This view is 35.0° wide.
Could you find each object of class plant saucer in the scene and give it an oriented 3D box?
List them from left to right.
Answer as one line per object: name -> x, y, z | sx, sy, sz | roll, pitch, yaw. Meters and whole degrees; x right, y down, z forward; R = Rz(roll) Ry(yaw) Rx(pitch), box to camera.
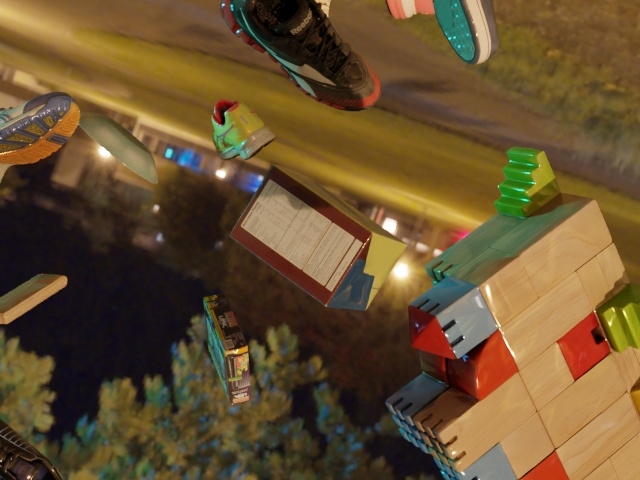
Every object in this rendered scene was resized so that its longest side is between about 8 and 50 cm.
plant saucer -> -0.358, -0.177, 1.825 | 0.195, 0.037, 0.195 | 41, -176, -3

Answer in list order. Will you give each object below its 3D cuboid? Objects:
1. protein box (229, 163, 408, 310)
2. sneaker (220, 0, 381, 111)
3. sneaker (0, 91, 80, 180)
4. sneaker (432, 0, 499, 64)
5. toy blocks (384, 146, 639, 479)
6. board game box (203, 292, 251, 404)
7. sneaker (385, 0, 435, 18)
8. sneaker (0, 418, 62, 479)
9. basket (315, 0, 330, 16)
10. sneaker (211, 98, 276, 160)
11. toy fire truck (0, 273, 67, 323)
protein box -> 0.000, 0.000, 1.629 | 0.201, 0.136, 0.200 | 35, -173, 20
sneaker -> -0.018, -0.283, 1.466 | 0.276, 0.098, 0.135 | 37, 171, -13
sneaker -> -0.517, -0.178, 1.626 | 0.112, 0.296, 0.131 | 28, -141, -59
sneaker -> 0.181, -0.285, 0.983 | 0.163, 0.226, 0.086 | -11, 163, -8
toy blocks -> 0.190, 0.142, 0.977 | 0.381, 0.261, 0.190 | 62, 163, -21
board game box -> -0.180, 0.209, 1.965 | 0.048, 0.141, 0.170 | -13, -142, -14
sneaker -> 0.160, -0.446, 1.322 | 0.136, 0.314, 0.116 | 5, -155, 7
sneaker -> -0.498, 0.335, 1.599 | 0.232, 0.081, 0.090 | 42, 161, -28
basket -> -0.062, -0.491, 2.060 | 0.113, 0.103, 0.167 | 23, 167, -34
sneaker -> -0.137, -0.187, 1.625 | 0.094, 0.081, 0.208 | 53, 165, -16
toy fire truck -> -0.432, 0.049, 1.131 | 0.217, 0.158, 0.246 | 23, 169, 35
